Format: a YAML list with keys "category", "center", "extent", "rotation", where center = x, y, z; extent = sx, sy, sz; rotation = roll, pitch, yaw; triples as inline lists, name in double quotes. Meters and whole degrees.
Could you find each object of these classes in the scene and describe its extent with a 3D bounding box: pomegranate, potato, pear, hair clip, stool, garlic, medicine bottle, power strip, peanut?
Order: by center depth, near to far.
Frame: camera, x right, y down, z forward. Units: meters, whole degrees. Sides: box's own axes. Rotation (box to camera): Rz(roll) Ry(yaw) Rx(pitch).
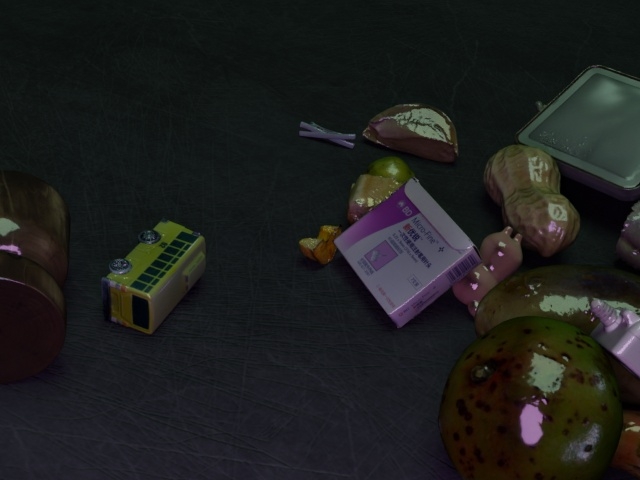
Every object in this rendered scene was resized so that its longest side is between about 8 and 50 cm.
- category: "pomegranate"
  center: [0.281, 0.232, 1.130]
  extent: [0.286, 0.231, 0.231]
  rotation: [39, 39, -2]
- category: "power strip"
  center: [0.455, 0.189, 1.166]
  extent: [0.338, 0.058, 0.098]
  rotation: [41, 5, -8]
- category: "stool"
  center: [-0.438, 0.044, 1.299]
  extent: [0.179, 0.179, 0.264]
  rotation: [-2, 35, -11]
- category: "potato"
  center: [0.368, 0.123, 1.304]
  extent: [0.307, 0.173, 0.210]
  rotation: [8, 33, -4]
- category: "medicine bottle"
  center: [0.132, 0.016, 1.461]
  extent: [0.171, 0.052, 0.201]
  rotation: [-38, 44, 3]
- category: "peanut"
  center: [0.365, -0.073, 1.622]
  extent: [0.120, 0.136, 0.298]
  rotation: [9, 33, -13]
- category: "pear"
  center: [0.120, -0.107, 1.680]
  extent: [0.096, 0.092, 0.092]
  rotation: [-6, 36, -16]
- category: "garlic"
  center: [0.189, -0.220, 1.858]
  extent: [0.195, 0.087, 0.101]
  rotation: [17, 49, 12]
- category: "hair clip"
  center: [0.017, -0.212, 1.864]
  extent: [0.115, 0.030, 0.039]
  rotation: [19, 35, 18]

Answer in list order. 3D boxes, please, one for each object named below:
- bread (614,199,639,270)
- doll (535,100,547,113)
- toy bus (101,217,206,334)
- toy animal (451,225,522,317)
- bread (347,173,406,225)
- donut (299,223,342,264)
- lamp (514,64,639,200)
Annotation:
- category: "bread"
  center: [0.648, -0.026, 1.630]
  extent: [0.183, 0.102, 0.337]
  rotation: [30, 39, 27]
- category: "doll"
  center: [0.528, -0.188, 1.840]
  extent: [0.275, 0.113, 0.154]
  rotation: [28, 18, 36]
- category: "toy bus"
  center: [-0.242, 0.051, 1.398]
  extent: [0.101, 0.088, 0.175]
  rotation: [18, 39, 15]
- category: "toy animal"
  center: [0.256, 0.043, 1.459]
  extent: [0.083, 0.089, 0.150]
  rotation: [34, 81, 35]
- category: "bread"
  center: [0.103, -0.052, 1.606]
  extent: [0.125, 0.082, 0.106]
  rotation: [20, 46, 2]
- category: "donut"
  center: [0.000, 0.000, 1.529]
  extent: [0.037, 0.067, 0.083]
  rotation: [6, 63, 32]
- category: "lamp"
  center: [0.533, -0.203, 1.729]
  extent: [0.269, 0.047, 0.266]
  rotation: [-41, 48, -21]
